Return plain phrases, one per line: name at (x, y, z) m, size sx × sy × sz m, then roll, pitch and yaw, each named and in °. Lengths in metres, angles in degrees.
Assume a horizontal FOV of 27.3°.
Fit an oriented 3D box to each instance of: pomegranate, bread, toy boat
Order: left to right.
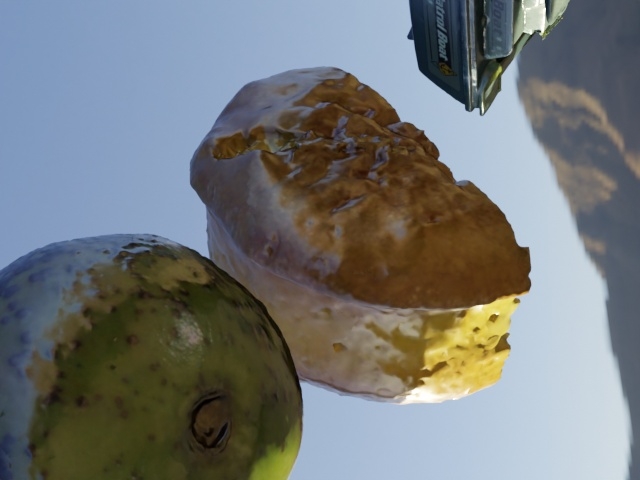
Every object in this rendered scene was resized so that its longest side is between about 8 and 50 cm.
pomegranate at (-0.131, 0.099, 0.731) m, size 0.214 × 0.248 × 0.214 m, roll -1°, pitch -88°, yaw -39°
bread at (0.000, 0.000, 1.054) m, size 0.340 × 0.179 × 0.194 m, roll 48°, pitch 149°, yaw 40°
toy boat at (0.110, -0.194, 0.765) m, size 0.114 × 0.122 × 0.296 m, roll -54°, pitch -19°, yaw -21°
